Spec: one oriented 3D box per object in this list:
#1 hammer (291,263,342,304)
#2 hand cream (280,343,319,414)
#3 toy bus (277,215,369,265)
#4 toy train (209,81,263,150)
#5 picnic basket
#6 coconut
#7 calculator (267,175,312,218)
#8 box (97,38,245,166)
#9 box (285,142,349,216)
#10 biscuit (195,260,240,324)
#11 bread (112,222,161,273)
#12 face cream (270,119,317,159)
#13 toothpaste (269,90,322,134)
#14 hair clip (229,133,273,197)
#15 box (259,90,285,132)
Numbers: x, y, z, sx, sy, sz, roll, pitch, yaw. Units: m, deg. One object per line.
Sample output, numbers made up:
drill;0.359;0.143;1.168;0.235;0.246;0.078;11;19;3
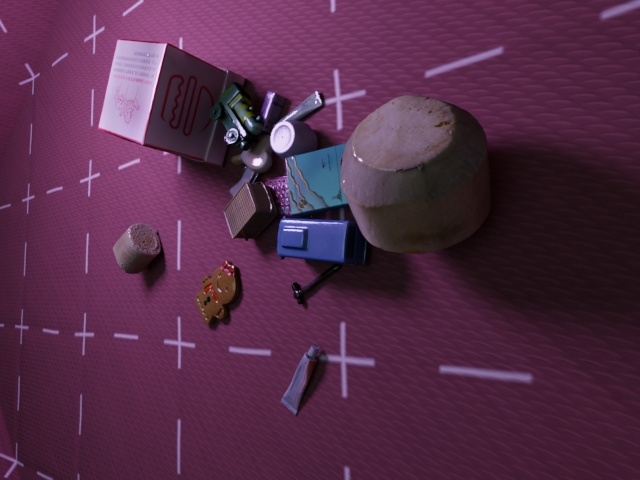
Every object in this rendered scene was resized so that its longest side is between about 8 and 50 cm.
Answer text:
hammer;-0.012;0.107;1.190;0.178;0.021;0.065;-38;64;28
hand cream;-0.050;0.378;1.192;0.052;0.038;0.216;51;124;55
toy bus;0.000;0.000;1.120;0.233;0.133;0.116;4;90;37
toy train;-0.245;-0.366;1.307;0.132;0.083;0.200;-42;67;18
picnic basket;-0.211;-0.086;1.298;0.164;0.079;0.115;-44;57;37
coconut;0.197;-0.126;0.901;0.322;0.323;0.323;-3;84;36
calculator;-0.087;-0.127;1.259;0.190;0.034;0.127;-1;87;42
box;-0.482;-0.442;1.411;0.314;0.300;0.313;22;99;36
box;0.025;-0.161;1.136;0.229;0.041;0.162;-10;79;18
biscuit;-0.335;0.170;1.418;0.225;0.036;0.166;-44;61;26
bread;-0.689;0.030;1.632;0.141;0.134;0.148;-40;51;27
face cream;-0.074;-0.276;1.215;0.117;0.104;0.117;-2;87;36
toothpaste;-0.076;-0.363;1.272;0.197;0.029;0.048;-28;73;29
hair clip;-0.213;-0.231;1.345;0.159;0.071;0.219;39;105;35
box;-0.152;-0.387;1.317;0.036;0.050;0.117;30;102;36
